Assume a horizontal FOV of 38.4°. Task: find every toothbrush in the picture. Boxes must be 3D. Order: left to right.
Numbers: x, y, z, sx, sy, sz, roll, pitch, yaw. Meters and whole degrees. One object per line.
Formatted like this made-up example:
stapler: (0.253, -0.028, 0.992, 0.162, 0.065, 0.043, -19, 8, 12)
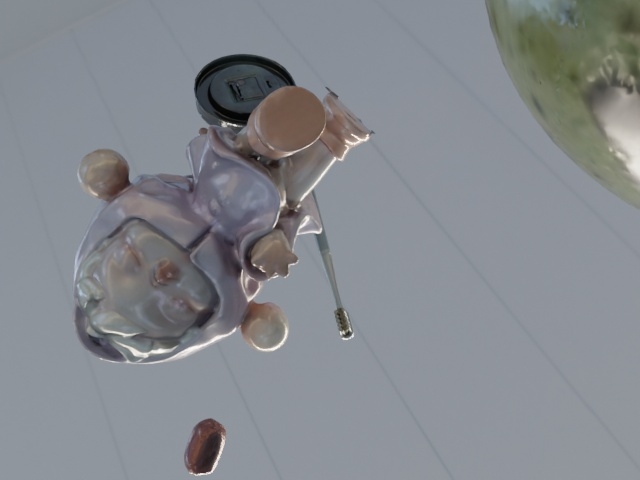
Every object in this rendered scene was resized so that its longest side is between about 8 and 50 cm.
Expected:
toothbrush: (0.000, 0.001, 1.441, 0.025, 0.030, 0.342, -17, -122, 4)

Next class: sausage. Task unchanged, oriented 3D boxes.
sausage: (-0.188, 0.338, 1.502, 0.054, 0.059, 0.094, 1, -111, 65)

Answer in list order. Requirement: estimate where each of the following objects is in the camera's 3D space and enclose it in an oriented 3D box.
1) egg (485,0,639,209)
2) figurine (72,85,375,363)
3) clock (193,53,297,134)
egg: (0.307, -0.157, 0.571, 0.428, 0.345, 0.345, 30, -126, -12)
figurine: (-0.084, -0.010, 0.690, 0.276, 0.200, 0.133, -42, -171, 22)
clock: (-0.134, -0.258, 1.640, 0.184, 0.040, 0.184, 3, -128, -4)
